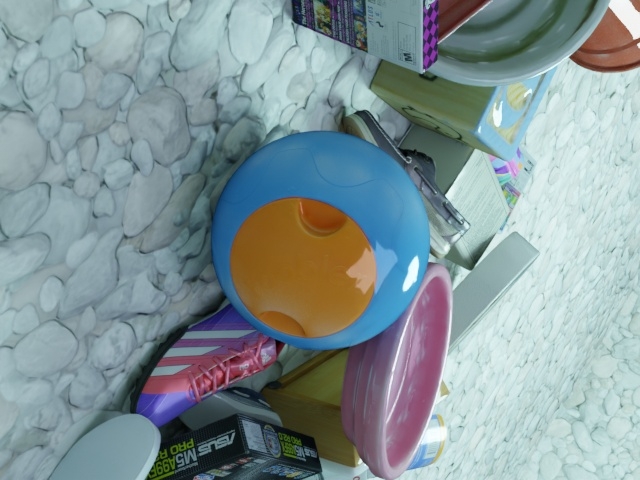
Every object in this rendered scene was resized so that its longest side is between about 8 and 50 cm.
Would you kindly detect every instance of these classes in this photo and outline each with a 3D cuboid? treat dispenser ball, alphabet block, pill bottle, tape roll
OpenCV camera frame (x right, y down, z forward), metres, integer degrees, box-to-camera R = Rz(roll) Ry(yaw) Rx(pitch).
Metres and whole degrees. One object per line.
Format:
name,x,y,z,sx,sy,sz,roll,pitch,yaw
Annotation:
treat dispenser ball,0.000,0.000,1.273,0.288,0.288,0.288,-38,143,-37
alphabet block,0.230,-0.263,1.519,0.192,0.197,0.193,25,92,-60
pill bottle,0.108,0.383,1.884,0.272,0.152,0.152,1,114,-42
tape roll,0.284,0.145,1.931,0.392,0.072,0.392,-44,168,-12

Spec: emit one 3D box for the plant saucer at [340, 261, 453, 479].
plant saucer,0.114,0.190,1.460,0.332,0.084,0.332,13,90,-70

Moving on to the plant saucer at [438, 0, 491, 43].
plant saucer,0.147,-0.415,1.235,0.259,0.048,0.258,-39,105,-6

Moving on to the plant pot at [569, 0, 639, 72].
plant pot,0.502,-0.474,1.737,0.265,0.272,0.272,20,97,-53

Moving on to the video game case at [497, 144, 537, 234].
video game case,0.395,-0.116,2.086,0.183,0.023,0.201,-64,152,2

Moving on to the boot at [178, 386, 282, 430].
boot,-0.151,0.254,1.481,0.190,0.086,0.069,27,99,-33

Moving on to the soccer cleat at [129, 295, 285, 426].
soccer cleat,-0.132,0.161,1.370,0.318,0.116,0.109,-41,145,-34

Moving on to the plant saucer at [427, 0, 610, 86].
plant saucer,0.218,-0.413,1.329,0.400,0.100,0.400,-2,97,-14

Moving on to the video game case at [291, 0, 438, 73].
video game case,0.047,-0.334,1.150,0.042,0.210,0.232,-42,145,-31

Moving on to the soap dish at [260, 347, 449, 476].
soap dish,0.051,0.275,1.668,0.291,0.229,0.118,-25,117,-47

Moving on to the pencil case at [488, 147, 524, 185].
pencil case,0.319,-0.186,1.827,0.104,0.104,0.236,-60,152,-5

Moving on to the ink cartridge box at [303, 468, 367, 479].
ink cartridge box,-0.024,0.431,1.694,0.208,0.087,0.153,-13,134,-7

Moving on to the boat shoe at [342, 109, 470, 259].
boat shoe,0.138,-0.098,1.507,0.092,0.103,0.285,-39,113,-5

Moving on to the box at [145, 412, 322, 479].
box,-0.146,0.337,1.429,0.216,0.060,0.270,-24,154,14

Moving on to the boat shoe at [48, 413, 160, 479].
boat shoe,-0.308,0.364,1.271,0.301,0.108,0.102,-54,150,-10

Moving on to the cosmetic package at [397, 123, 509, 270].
cosmetic package,0.229,-0.082,1.738,0.153,0.129,0.296,-55,151,-10
